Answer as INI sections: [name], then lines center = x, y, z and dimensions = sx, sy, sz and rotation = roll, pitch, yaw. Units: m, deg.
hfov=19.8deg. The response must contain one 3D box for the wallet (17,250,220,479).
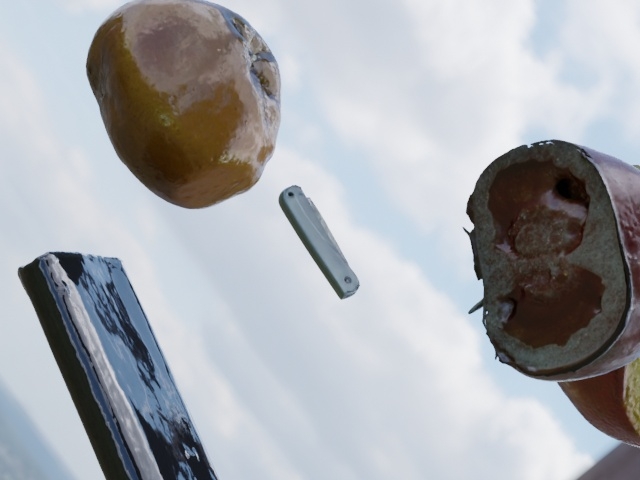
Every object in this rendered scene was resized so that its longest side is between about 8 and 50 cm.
[wallet]
center = -0.178, 0.204, 1.857
dimensions = 0.406, 0.062, 0.228
rotation = 66, 13, 8

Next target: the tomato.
[tomato]
center = 0.246, 0.023, 1.676
dimensions = 0.180, 0.155, 0.214
rotation = -14, -105, 45

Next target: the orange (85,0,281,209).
[orange]
center = -0.144, -0.163, 2.026
dimensions = 0.249, 0.183, 0.249
rotation = 45, 20, -22

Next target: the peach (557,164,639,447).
[peach]
center = 0.408, 0.115, 2.492
dimensions = 0.306, 0.242, 0.380
rotation = 91, -23, -48

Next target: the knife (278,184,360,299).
[knife]
center = 0.000, 0.000, 2.303
dimensions = 0.162, 0.044, 0.023
rotation = 57, -33, 13
